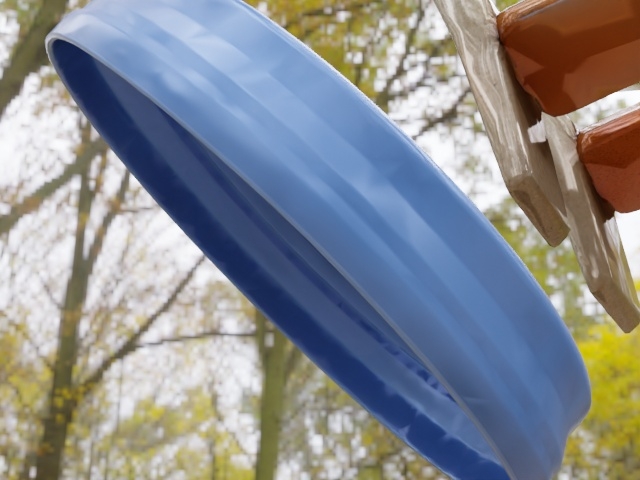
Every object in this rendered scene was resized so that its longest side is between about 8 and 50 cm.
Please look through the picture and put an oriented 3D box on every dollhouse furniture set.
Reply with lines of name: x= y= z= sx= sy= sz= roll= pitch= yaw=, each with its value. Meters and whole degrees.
dollhouse furniture set: x=0.154 y=-0.081 z=0.307 sx=0.262 sy=0.135 sz=0.259 roll=-25 pitch=-32 yaw=16

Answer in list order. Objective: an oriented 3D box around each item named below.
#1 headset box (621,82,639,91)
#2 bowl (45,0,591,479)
headset box: x=0.193 y=-0.120 z=0.913 sx=0.062 sy=0.032 sz=0.083 roll=-2 pitch=3 yaw=19
bowl: x=0.000 y=0.000 z=0.785 sx=0.077 sy=0.391 sz=0.391 roll=-45 pitch=-29 yaw=-10
